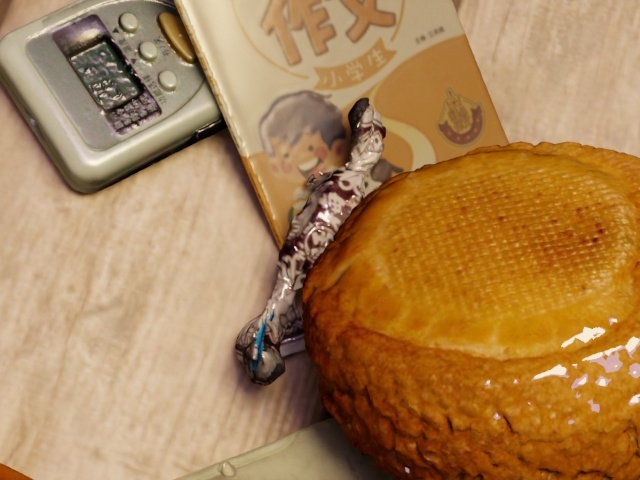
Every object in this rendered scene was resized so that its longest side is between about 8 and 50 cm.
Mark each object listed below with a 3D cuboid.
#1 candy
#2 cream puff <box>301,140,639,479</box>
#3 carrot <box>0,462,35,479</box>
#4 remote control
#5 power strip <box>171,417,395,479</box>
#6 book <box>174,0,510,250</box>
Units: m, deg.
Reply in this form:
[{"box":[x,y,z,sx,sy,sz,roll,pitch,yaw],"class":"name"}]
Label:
[{"box":[-0.001,0.000,1.136,0.051,0.094,0.226,24,74,-1],"class":"candy"},{"box":[0.147,0.072,1.071,0.303,0.212,0.303,-10,35,7],"class":"cream puff"},{"box":[-0.165,0.208,1.041,0.225,0.067,0.067,29,65,-1],"class":"carrot"},{"box":[-0.088,-0.152,1.210,0.296,0.056,0.140,-30,79,-21],"class":"remote control"},{"box":[-0.058,0.185,1.040,0.286,0.048,0.080,-15,60,-38],"class":"power strip"},{"box":[0.006,-0.159,1.195,0.208,0.020,0.295,-26,99,-20],"class":"book"}]
